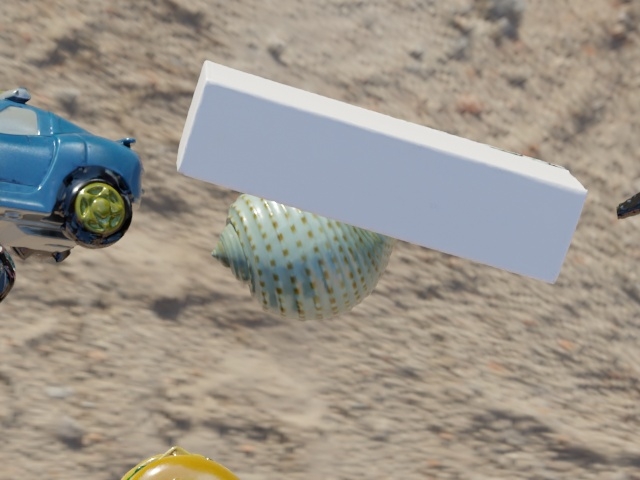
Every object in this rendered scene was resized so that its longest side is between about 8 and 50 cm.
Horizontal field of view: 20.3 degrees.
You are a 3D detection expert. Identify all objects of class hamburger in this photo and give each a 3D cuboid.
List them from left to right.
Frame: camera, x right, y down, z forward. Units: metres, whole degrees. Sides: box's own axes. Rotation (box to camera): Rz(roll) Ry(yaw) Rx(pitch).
[{"bbox_3d":[-0.134,0.279,1.722,0.162,0.115,0.162,2,79,-10],"label":"hamburger"}]

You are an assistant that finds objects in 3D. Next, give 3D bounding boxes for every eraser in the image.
[{"bbox_3d":[0.045,-0.052,1.346,0.298,0.076,0.078,16,104,-9],"label":"eraser"}]

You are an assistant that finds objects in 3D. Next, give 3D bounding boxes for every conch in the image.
[{"bbox_3d":[-0.005,0.010,1.672,0.200,0.172,0.131,13,102,-19],"label":"conch"}]

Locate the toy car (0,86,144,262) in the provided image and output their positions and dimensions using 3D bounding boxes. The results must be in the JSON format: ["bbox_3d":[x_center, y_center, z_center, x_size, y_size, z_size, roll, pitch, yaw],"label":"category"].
[{"bbox_3d":[-0.335,-0.071,1.816,0.314,0.198,0.166,8,77,-27],"label":"toy car"}]

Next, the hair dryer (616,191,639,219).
[{"bbox_3d":[0.368,-0.085,1.570,0.248,0.114,0.070,-23,61,13],"label":"hair dryer"}]

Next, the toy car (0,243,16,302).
[{"bbox_3d":[-0.312,0.057,1.477,0.069,0.055,0.142,41,97,-18],"label":"toy car"}]
